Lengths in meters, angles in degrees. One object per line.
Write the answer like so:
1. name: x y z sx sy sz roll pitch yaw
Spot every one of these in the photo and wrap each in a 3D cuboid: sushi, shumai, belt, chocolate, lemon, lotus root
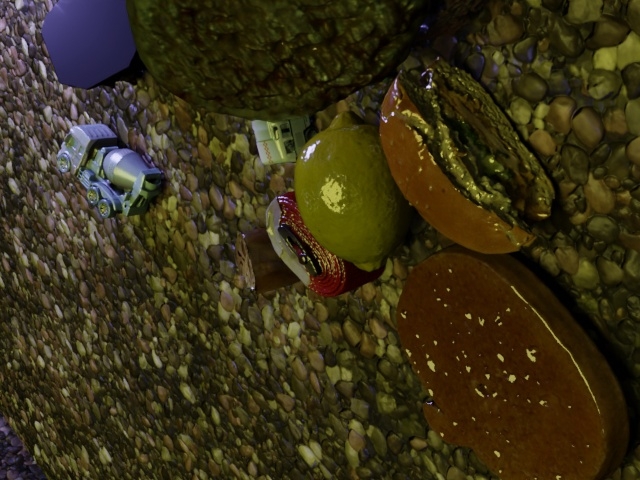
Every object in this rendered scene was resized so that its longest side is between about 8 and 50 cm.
1. sushi: 0.158 -0.364 1.202 0.161 0.107 0.241 65 155 14
2. shumai: -0.059 -0.374 1.217 0.395 0.395 0.348 119 157 -44
3. belt: 0.000 0.000 1.557 0.201 0.124 0.128 48 136 22
4. chocolate: -0.401 -0.377 1.868 0.224 0.206 0.177 65 -173 19
5. lemon: 0.053 -0.068 1.419 0.184 0.184 0.249 1 107 49
6. lotus root: -0.088 0.025 1.669 0.159 0.135 0.095 31 129 54

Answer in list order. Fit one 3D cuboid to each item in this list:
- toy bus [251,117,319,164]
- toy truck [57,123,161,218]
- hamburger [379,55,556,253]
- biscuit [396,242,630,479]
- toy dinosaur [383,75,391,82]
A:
1. toy bus: -0.071 -0.216 1.565 0.087 0.089 0.194 -2 105 49
2. toy truck: -0.439 -0.152 2.019 0.256 0.108 0.140 45 123 24
3. hamburger: 0.180 -0.092 1.287 0.283 0.144 0.156 56 140 12
4. biscuit: 0.262 0.192 1.384 0.394 0.070 0.350 56 142 16
5. toy dinosaur: -0.013 -0.314 1.471 0.292 0.120 0.079 32 121 6
